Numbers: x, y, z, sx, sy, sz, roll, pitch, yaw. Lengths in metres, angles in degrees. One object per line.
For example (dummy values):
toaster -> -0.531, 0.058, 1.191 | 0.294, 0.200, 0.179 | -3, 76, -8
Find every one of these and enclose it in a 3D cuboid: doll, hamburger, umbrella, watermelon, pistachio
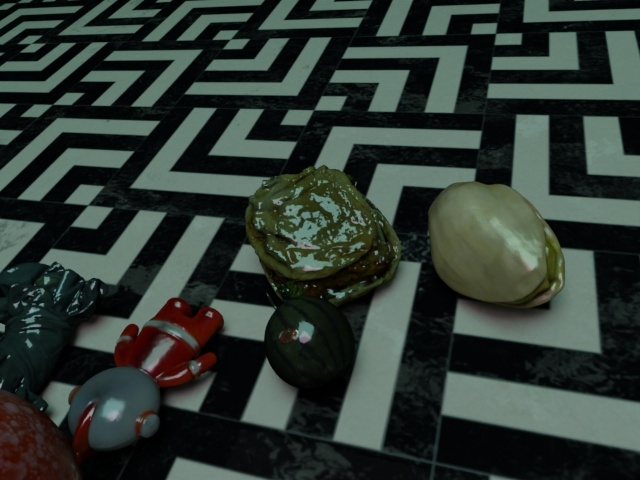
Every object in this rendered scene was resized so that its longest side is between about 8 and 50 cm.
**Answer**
doll -> -0.215, 0.165, 0.648 | 0.142, 0.076, 0.245 | 10, 44, 23
hamburger -> 0.000, 0.000, 0.755 | 0.183, 0.130, 0.206 | -25, 64, -12
umbrella -> -0.396, 0.169, 0.670 | 0.143, 0.094, 0.349 | -1, 46, 18
watermelon -> -0.022, 0.109, 0.634 | 0.105, 0.105, 0.133 | -35, 69, -23
pistachio -> 0.218, 0.008, 0.694 | 0.145, 0.117, 0.200 | -47, 50, 18

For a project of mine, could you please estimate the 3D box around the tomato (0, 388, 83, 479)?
tomato -> -0.335, 0.255, 0.464 | 0.270, 0.227, 0.270 | -2, 76, 7
